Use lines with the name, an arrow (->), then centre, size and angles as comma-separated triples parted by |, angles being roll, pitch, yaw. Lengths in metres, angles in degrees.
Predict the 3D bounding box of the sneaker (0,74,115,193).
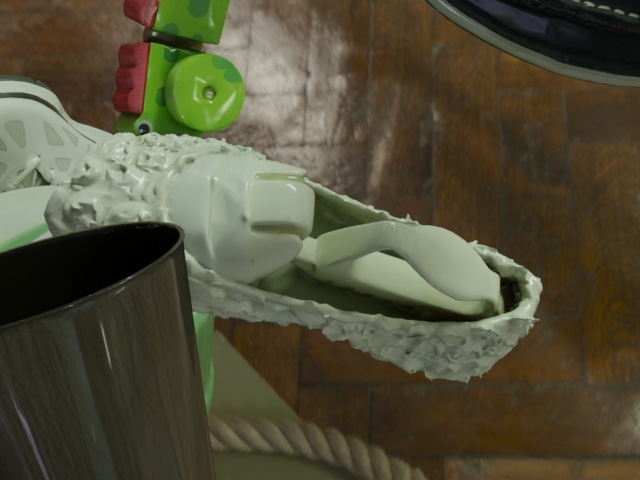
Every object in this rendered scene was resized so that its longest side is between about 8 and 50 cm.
sneaker -> -0.294, -0.040, 1.405 | 0.169, 0.447, 0.257 | -47, 70, 10

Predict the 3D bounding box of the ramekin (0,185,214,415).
ramekin -> -0.243, 0.078, 1.123 | 0.303, 0.148, 0.303 | 9, 36, -7

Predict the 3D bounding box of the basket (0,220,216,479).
basket -> -0.148, 0.125, 0.723 | 0.204, 0.227, 0.154 | -16, 19, 3

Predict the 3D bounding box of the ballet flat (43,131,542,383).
ballet flat -> 0.000, 0.000, 0.904 | 0.408, 0.147, 0.147 | 18, 58, -23

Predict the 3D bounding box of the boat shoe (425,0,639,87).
boat shoe -> 0.275, -0.172, 0.652 | 0.500, 0.156, 0.187 | 16, 81, 24

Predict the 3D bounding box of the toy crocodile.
toy crocodile -> -0.118, -0.187, 0.957 | 0.105, 0.115, 0.341 | 7, 99, -28
